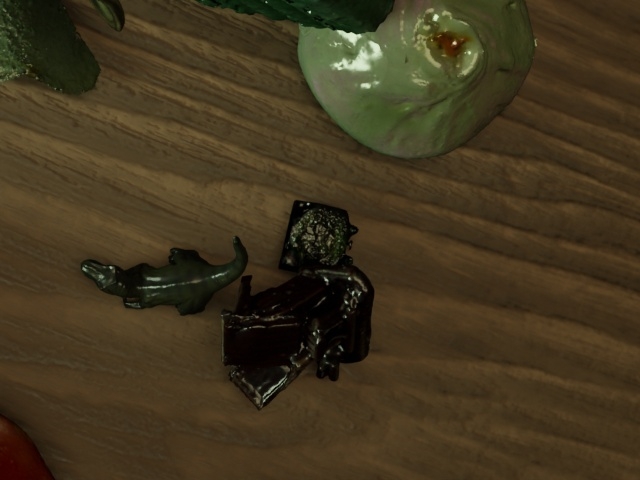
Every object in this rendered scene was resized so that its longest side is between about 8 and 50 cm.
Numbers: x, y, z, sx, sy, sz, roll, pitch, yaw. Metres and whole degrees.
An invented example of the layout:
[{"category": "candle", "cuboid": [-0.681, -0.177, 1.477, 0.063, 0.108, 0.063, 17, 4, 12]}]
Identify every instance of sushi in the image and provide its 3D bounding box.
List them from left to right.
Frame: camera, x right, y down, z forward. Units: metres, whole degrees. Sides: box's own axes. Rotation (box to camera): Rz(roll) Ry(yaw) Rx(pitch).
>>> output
[{"category": "sushi", "cuboid": [0.000, 0.000, 1.734, 0.085, 0.056, 0.083, 11, 80, -10]}]

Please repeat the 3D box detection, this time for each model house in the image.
[{"category": "model house", "cuboid": [-0.034, 0.120, 1.655, 0.141, 0.203, 0.164, 32, 59, 27]}]

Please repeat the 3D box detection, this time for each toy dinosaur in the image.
[{"category": "toy dinosaur", "cuboid": [-0.176, 0.050, 1.634, 0.187, 0.179, 0.087, -10, 91, -9]}]

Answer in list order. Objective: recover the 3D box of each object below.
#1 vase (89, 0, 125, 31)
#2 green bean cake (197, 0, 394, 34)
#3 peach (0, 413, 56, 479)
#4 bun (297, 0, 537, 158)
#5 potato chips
[{"category": "vase", "cuboid": [-0.299, -0.404, 1.556, 0.241, 0.329, 0.302, 10, 97, -42]}, {"category": "green bean cake", "cuboid": [-0.027, -0.404, 1.608, 0.300, 0.169, 0.307, 19, 88, 33]}, {"category": "peach", "cuboid": [-0.446, 0.302, 1.545, 0.338, 0.281, 0.281, 6, 89, -22]}, {"category": "bun", "cuboid": [0.121, -0.244, 1.690, 0.293, 0.187, 0.293, 0, 89, -9]}, {"category": "potato chips", "cuboid": [-0.359, -0.254, 1.661, 0.228, 0.059, 0.167, 14, 78, -11]}]
